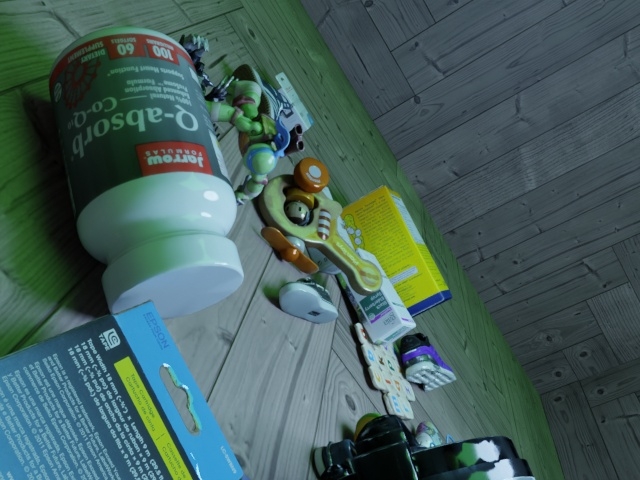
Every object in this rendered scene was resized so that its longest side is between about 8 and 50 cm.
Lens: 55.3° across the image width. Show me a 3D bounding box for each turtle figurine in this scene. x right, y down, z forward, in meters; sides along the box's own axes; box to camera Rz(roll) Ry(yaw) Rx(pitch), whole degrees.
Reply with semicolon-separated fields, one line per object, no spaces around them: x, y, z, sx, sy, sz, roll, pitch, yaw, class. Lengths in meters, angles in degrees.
-0.170;-0.171;1.104;0.197;0.274;0.266;38;24;-23;turtle figurine

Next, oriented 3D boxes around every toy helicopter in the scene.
0.000;0.000;1.392;0.355;0.140;0.235;45;46;-5;toy helicopter

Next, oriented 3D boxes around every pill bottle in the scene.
-0.234;-0.089;0.834;0.210;0.210;0.363;24;42;-61;pill bottle

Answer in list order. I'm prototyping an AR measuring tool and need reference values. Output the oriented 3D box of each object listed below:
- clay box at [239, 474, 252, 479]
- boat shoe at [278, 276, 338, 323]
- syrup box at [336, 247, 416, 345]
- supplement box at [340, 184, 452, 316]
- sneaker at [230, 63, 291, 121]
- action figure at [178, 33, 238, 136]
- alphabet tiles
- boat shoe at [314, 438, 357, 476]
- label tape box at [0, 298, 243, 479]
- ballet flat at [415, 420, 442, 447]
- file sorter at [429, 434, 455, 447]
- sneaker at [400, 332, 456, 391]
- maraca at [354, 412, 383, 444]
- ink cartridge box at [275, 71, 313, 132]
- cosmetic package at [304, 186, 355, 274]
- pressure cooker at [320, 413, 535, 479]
-0.087;0.422;0.752;0.127;0.053;0.222;50;22;-30;clay box
-0.031;0.118;1.284;0.219;0.077;0.070;44;26;-60;boat shoe
0.137;0.146;1.575;0.096;0.093;0.237;24;33;-56;syrup box
0.201;0.050;1.748;0.357;0.195;0.194;64;16;12;supplement box
-0.137;-0.317;1.562;0.153;0.099;0.282;35;30;-49;sneaker
-0.247;-0.325;1.235;0.164;0.141;0.276;37;34;-47;action figure
0.167;0.322;1.581;0.278;0.021;0.284;37;31;-56;alphabet tiles
0.086;0.451;1.114;0.254;0.079;0.095;55;19;-20;boat shoe
-0.235;0.216;0.575;0.241;0.105;0.333;62;19;2;label tape box
0.262;0.536;1.474;0.079;0.077;0.222;21;41;-33;ballet flat
0.219;0.495;1.258;0.104;0.170;0.118;56;20;-6;file sorter
0.303;0.339;1.759;0.293;0.102;0.146;43;25;-57;sneaker
0.134;0.426;1.198;0.099;0.127;0.186;-18;68;-43;maraca
-0.099;-0.408;1.837;0.180;0.060;0.104;57;20;-13;ink cartridge box
0.005;-0.034;1.561;0.117;0.085;0.231;17;49;-65;cosmetic package
0.155;0.455;0.854;0.375;0.370;0.420;2;54;-29;pressure cooker
